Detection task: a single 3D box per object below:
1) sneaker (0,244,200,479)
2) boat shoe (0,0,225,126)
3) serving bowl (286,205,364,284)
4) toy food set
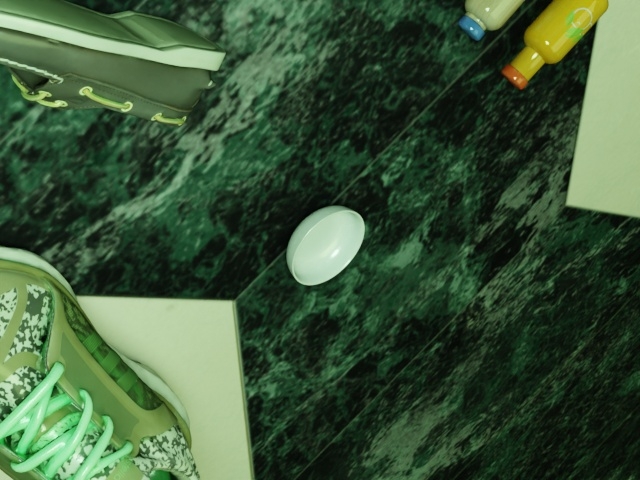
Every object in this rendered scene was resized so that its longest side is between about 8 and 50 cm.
[{"bbox_3d":[-0.186,0.144,0.936,0.158,0.182,0.410,-47,143,-2],"label":"sneaker"},{"bbox_3d":[-0.156,-0.115,0.796,0.228,0.081,0.068,3,119,-51],"label":"boat shoe"},{"bbox_3d":[0.000,0.000,1.126,0.083,0.027,0.083,-29,142,-25],"label":"serving bowl"},{"bbox_3d":[0.136,-0.223,0.971,0.104,0.111,0.232,-49,148,2],"label":"toy food set"}]
